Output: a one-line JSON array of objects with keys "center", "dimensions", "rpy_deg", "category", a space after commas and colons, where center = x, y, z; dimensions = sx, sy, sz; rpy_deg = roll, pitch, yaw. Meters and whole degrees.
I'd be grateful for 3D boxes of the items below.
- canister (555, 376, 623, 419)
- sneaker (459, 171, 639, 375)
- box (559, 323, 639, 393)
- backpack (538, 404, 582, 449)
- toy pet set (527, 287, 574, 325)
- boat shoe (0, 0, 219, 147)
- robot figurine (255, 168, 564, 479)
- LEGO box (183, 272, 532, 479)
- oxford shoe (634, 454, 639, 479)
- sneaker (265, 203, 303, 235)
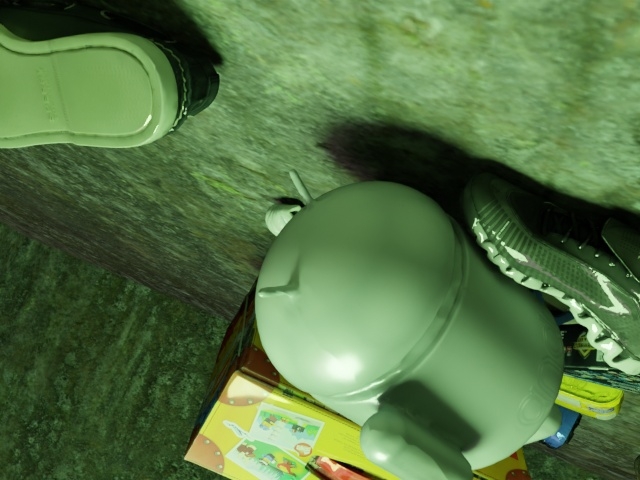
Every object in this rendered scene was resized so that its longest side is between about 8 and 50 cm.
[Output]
[{"center": [0.375, 0.204, 1.030], "dimensions": [0.126, 0.073, 0.170], "rpy_deg": [17, 166, 28], "category": "canister"}, {"center": [0.222, 0.013, 0.581], "dimensions": [0.234, 0.078, 0.106], "rpy_deg": [41, 139, -9], "category": "sneaker"}, {"center": [0.366, 0.138, 0.767], "dimensions": [0.220, 0.051, 0.175], "rpy_deg": [16, 168, -14], "category": "box"}, {"center": [0.462, 0.362, 1.425], "dimensions": [0.101, 0.097, 0.120], "rpy_deg": [25, 168, 12], "category": "backpack"}, {"center": [0.233, 0.072, 0.789], "dimensions": [0.122, 0.065, 0.114], "rpy_deg": [28, 166, -17], "category": "toy pet set"}, {"center": [-0.238, -0.156, 0.648], "dimensions": [0.340, 0.127, 0.113], "rpy_deg": [7, -157, 30], "category": "boat shoe"}, {"center": [0.083, 0.080, 0.654], "dimensions": [0.200, 0.299, 0.353], "rpy_deg": [-33, 127, 29], "category": "robot figurine"}, {"center": [0.073, 0.279, 1.197], "dimensions": [0.501, 0.193, 0.372], "rpy_deg": [26, -156, -8], "category": "LEGO box"}, {"center": [0.668, 0.423, 1.344], "dimensions": [0.132, 0.130, 0.363], "rpy_deg": [55, 178, 10], "category": "oxford shoe"}, {"center": [0.000, 0.000, 0.939], "dimensions": [0.152, 0.053, 0.061], "rpy_deg": [31, 162, -24], "category": "sneaker"}]
